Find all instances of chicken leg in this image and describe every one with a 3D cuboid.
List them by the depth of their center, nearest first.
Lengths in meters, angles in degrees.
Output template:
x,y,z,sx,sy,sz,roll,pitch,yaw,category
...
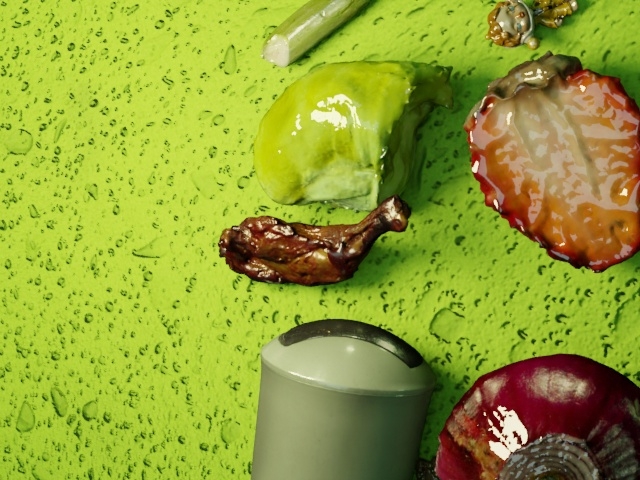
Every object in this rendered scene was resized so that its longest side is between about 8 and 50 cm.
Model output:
x,y,z,sx,sy,sz,roll,pitch,yaw,category
0.000,0.000,1.949,0.406,0.158,0.096,-10,46,39,chicken leg

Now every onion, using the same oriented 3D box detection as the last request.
x,y,z,sx,sy,sz,roll,pitch,yaw,category
0.349,0.295,1.754,0.336,0.282,0.260,20,102,19,onion

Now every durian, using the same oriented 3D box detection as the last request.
x,y,z,sx,sy,sz,roll,pitch,yaw,category
0.038,-0.165,1.907,0.339,0.204,0.256,6,106,18,durian

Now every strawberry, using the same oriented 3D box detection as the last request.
x,y,z,sx,sy,sz,roll,pitch,yaw,category
0.373,-0.116,1.817,0.265,0.149,0.336,-28,92,13,strawberry

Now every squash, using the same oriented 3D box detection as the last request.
x,y,z,sx,sy,sz,roll,pitch,yaw,category
-0.003,-0.369,1.985,0.238,0.069,0.069,-35,79,18,squash

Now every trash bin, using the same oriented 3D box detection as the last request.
x,y,z,sx,sy,sz,roll,pitch,yaw,category
0.023,0.340,1.892,0.280,0.280,0.432,12,99,20,trash bin

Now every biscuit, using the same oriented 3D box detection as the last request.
x,y,z,sx,sy,sz,roll,pitch,yaw,category
0.197,0.390,1.959,0.092,0.016,0.082,-24,83,22,biscuit

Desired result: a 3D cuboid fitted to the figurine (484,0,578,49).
x,y,z,sx,sy,sz,roll,pitch,yaw,category
0.327,-0.355,1.864,0.143,0.068,0.101,-45,80,4,figurine
